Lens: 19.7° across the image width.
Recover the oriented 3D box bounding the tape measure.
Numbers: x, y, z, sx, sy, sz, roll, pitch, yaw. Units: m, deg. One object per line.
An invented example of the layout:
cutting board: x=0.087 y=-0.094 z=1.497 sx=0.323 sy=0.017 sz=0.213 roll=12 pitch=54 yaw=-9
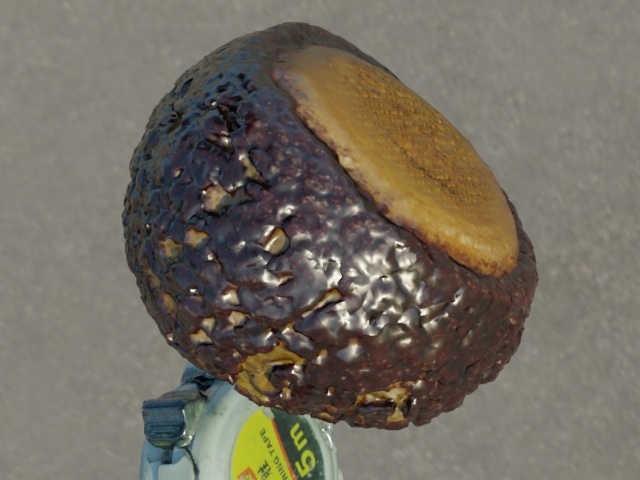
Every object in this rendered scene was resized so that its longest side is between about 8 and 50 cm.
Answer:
tape measure: x=-0.016 y=0.220 z=1.223 sx=0.084 sy=0.330 sz=0.164 roll=-5 pitch=27 yaw=45

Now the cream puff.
cream puff: x=0.000 y=0.000 z=1.009 sx=0.165 sy=0.239 sz=0.239 roll=-47 pitch=51 yaw=23
